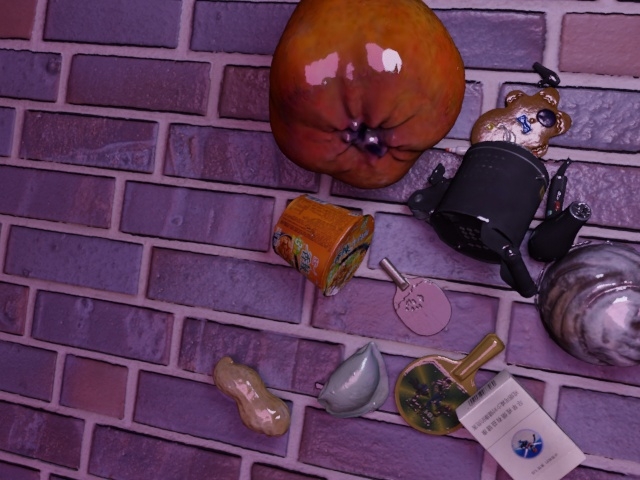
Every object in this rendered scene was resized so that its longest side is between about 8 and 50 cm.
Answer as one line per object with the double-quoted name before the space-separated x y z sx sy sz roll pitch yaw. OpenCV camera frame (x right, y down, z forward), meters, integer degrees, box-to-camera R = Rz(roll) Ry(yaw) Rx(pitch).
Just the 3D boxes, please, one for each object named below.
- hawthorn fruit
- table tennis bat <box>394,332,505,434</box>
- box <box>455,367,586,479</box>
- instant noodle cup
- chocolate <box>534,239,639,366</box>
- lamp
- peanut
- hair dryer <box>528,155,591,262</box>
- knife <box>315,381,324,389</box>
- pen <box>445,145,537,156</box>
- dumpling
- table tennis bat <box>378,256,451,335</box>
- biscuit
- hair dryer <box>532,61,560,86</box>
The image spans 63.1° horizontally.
"hawthorn fruit" 0.096 -0.360 1.194 0.472 0.472 0.471 0 88 13
"table tennis bat" 0.328 0.351 1.305 0.321 0.050 0.198 -45 82 11
"box" 0.470 0.456 1.236 0.164 0.069 0.256 -43 89 8
"instant noodle cup" 0.000 0.000 1.306 0.182 0.230 0.230 29 95 21
"chocolate" 0.646 0.142 1.151 0.303 0.213 0.303 0 90 14
"lamp" 0.396 -0.090 1.183 0.272 0.205 0.374 -46 41 -3
"peanut" -0.186 0.416 1.388 0.117 0.101 0.263 -40 80 -11
"hair dryer" 0.555 -0.097 1.208 0.091 0.235 0.271 12 66 5
"knife" 0.061 0.416 1.378 0.170 0.010 0.023 22 93 11
"pen" 0.416 -0.215 1.278 0.218 0.026 0.026 8 90 17
"dumpling" 0.096 0.362 1.337 0.216 0.149 0.105 -53 40 0
"table tennis bat" 0.236 0.138 1.343 0.131 0.022 0.234 -41 83 10
"biscuit" 0.489 -0.278 1.288 0.236 0.039 0.180 -26 84 13
"hair dryer" 0.535 -0.397 1.265 0.083 0.031 0.079 -31 69 -33
